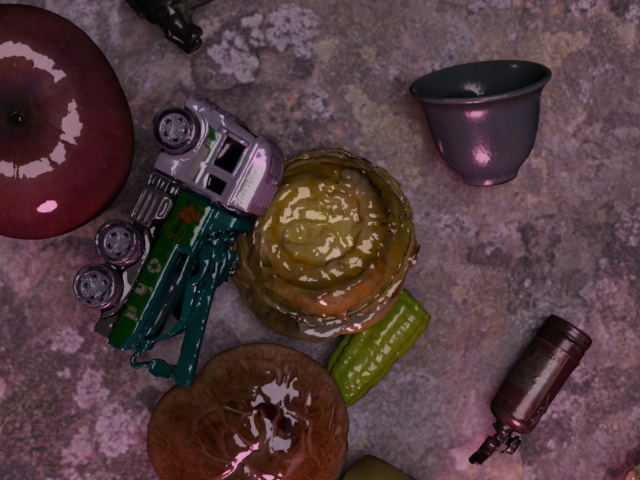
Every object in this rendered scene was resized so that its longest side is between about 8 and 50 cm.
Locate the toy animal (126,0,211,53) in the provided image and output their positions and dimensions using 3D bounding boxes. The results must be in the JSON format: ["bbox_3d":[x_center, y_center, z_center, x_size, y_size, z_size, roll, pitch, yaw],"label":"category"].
[{"bbox_3d":[-0.127,-0.418,1.715,0.168,0.106,0.343,33,78,-3],"label":"toy animal"}]

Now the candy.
[{"bbox_3d":[0.068,0.156,1.768,0.096,0.097,0.209,39,85,-10],"label":"candy"}]

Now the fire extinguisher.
[{"bbox_3d":[0.290,0.222,1.813,0.252,0.075,0.106,-53,139,-6],"label":"fire extinguisher"}]

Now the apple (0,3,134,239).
[{"bbox_3d":[-0.383,-0.149,1.595,0.305,0.235,0.306,1,87,-13],"label":"apple"}]

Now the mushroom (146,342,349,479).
[{"bbox_3d":[-0.094,0.263,1.702,0.278,0.146,0.278,0,112,-1],"label":"mushroom"}]

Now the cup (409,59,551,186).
[{"bbox_3d":[0.234,-0.159,1.769,0.199,0.199,0.150,-14,112,-12],"label":"cup"}]

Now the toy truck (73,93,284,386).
[{"bbox_3d":[-0.182,-0.002,1.640,0.178,0.176,0.363,24,91,8],"label":"toy truck"}]

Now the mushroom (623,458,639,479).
[{"bbox_3d":[0.581,0.432,1.793,0.233,0.302,0.208,-51,133,6],"label":"mushroom"}]

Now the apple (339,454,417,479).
[{"bbox_3d":[0.085,0.411,1.742,0.207,0.174,0.188,28,87,-27],"label":"apple"}]

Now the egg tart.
[{"bbox_3d":[0.000,0.000,1.719,0.278,0.095,0.279,-1,79,3],"label":"egg tart"}]
